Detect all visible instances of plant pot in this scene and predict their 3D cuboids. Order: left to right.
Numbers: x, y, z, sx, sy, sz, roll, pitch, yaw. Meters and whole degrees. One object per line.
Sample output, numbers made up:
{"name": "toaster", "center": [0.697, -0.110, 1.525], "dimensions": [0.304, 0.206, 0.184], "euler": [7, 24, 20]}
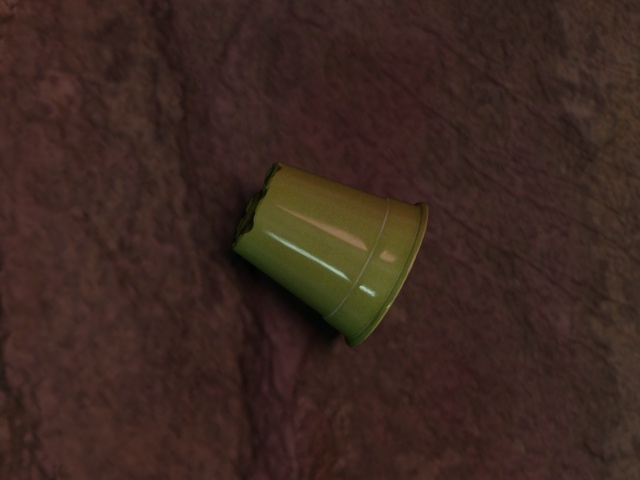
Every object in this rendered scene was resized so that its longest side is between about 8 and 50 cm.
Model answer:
{"name": "plant pot", "center": [0.000, 0.000, 0.615], "dimensions": [0.079, 0.083, 0.083], "euler": [27, 58, -8]}
